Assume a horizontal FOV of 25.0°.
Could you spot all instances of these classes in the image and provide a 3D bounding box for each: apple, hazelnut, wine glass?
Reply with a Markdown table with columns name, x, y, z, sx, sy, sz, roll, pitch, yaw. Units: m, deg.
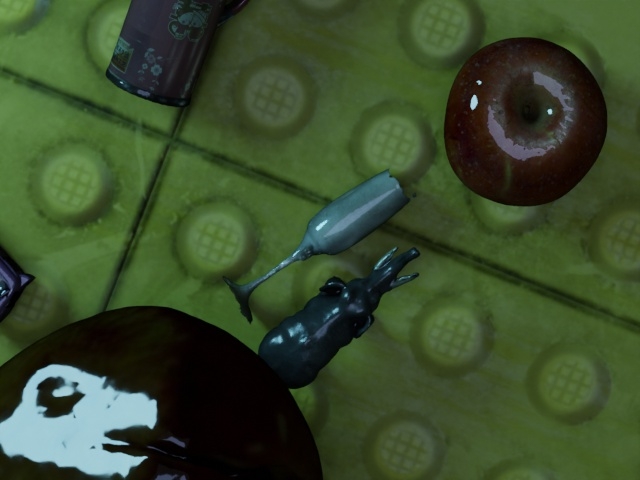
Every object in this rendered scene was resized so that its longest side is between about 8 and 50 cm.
| name | x | y | z | sx | sy | sz | roll | pitch | yaw |
| --- | --- | --- | --- | --- | --- | --- | --- | --- | --- |
| apple | 0.241 | -0.140 | 1.736 | 0.201 | 0.162 | 0.201 | 0 | 85 | -4 |
| hazelnut | -0.219 | 0.265 | 1.684 | 0.429 | 0.402 | 0.402 | -18 | 95 | 17 |
| wine glass | 0.000 | 0.000 | 1.797 | 0.262 | 0.074 | 0.074 | -35 | 94 | 3 |

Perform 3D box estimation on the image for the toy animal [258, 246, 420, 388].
| name | x | y | z | sx | sy | sz | roll | pitch | yaw |
| --- | --- | --- | --- | --- | --- | --- | --- | --- | --- |
| toy animal | 0.025 | 0.089 | 1.770 | 0.269 | 0.137 | 0.082 | -40 | 90 | 12 |

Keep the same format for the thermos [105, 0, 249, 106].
| name | x | y | z | sx | sy | sz | roll | pitch | yaw |
| --- | --- | --- | --- | --- | --- | --- | --- | --- | --- |
| thermos | -0.138 | -0.326 | 1.714 | 0.136 | 0.109 | 0.330 | 21 | 107 | -4 |

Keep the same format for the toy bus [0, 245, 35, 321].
| name | x | y | z | sx | sy | sz | roll | pitch | yaw |
| --- | --- | --- | --- | --- | --- | --- | --- | --- | --- |
| toy bus | -0.444 | 0.022 | 1.796 | 0.098 | 0.087 | 0.178 | -41 | 91 | -2 |
